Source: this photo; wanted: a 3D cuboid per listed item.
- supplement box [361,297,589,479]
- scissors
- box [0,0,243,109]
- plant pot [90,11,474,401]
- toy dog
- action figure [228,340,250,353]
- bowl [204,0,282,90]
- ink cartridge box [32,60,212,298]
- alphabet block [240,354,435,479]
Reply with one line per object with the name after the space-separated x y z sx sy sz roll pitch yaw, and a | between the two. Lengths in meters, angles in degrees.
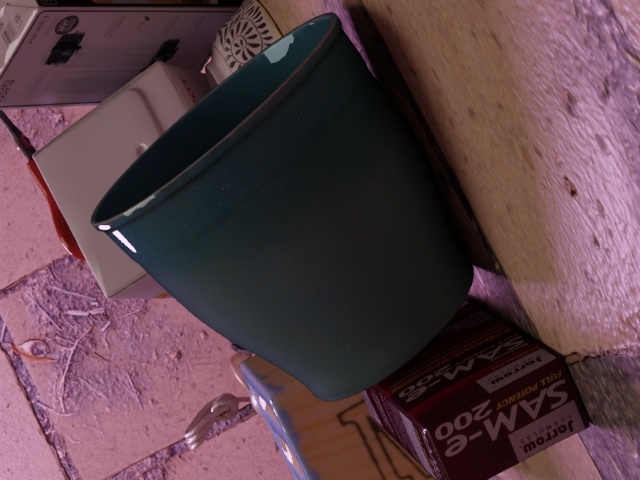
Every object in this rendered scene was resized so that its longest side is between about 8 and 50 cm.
0.119 0.128 1.431 0.073 0.130 0.239 66 170 -16 | supplement box
-0.327 -0.097 1.897 0.297 0.021 0.109 57 -161 2 | scissors
-0.245 -0.232 1.841 0.169 0.290 0.087 -50 61 38 | box
-0.011 -0.012 1.430 0.255 0.271 0.271 49 175 -13 | plant pot
-0.032 0.206 2.315 0.161 0.220 0.334 45 -151 -8 | toy dog
-0.040 0.071 2.163 0.099 0.185 0.285 24 173 -24 | action figure
-0.076 -0.176 1.834 0.170 0.080 0.170 59 171 16 | bowl
-0.154 -0.062 1.931 0.198 0.197 0.270 61 -162 13 | ink cartridge box
0.052 0.185 1.785 0.193 0.197 0.192 65 172 -14 | alphabet block
